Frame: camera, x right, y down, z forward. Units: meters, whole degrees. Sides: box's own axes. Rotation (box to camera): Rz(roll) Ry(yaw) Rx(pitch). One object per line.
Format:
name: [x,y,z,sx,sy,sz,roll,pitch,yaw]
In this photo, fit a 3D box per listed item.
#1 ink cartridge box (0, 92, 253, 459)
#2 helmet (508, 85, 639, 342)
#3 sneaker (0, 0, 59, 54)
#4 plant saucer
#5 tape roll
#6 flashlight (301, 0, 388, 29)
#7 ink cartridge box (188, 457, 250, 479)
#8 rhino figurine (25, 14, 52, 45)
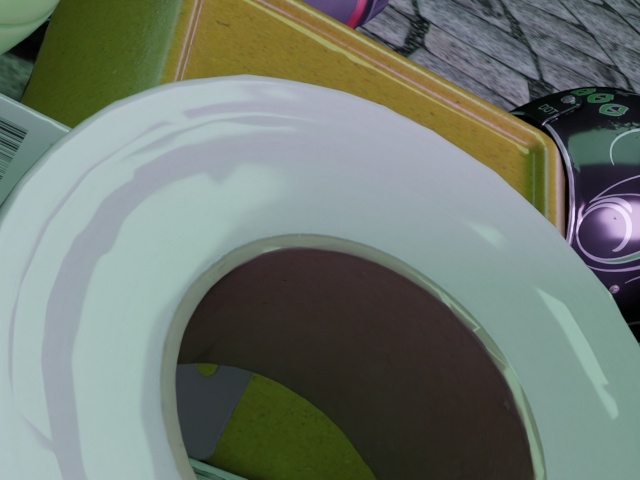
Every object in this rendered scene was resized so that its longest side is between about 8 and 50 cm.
ink cartridge box: [-0.107,0.014,0.820,0.181,0.104,0.061,26,-14,2]
helmet: [0.182,-0.016,1.267,0.161,0.169,0.169,1,35,-35]
sneaker: [-0.265,-0.232,1.000,0.185,0.202,0.483,22,34,-34]
plant saucer: [0.005,-0.012,1.000,0.332,0.081,0.333,27,37,-14]
tape roll: [-0.007,0.086,0.679,0.286,0.100,0.286,18,52,-24]
flashlight: [-0.047,-0.150,1.269,0.103,0.103,0.304,28,25,11]
ink cartridge box: [-0.053,0.133,0.788,0.145,0.045,0.179,23,6,-21]
rhino figurine: [-0.195,-0.196,1.260,0.106,0.073,0.243,17,23,-25]
